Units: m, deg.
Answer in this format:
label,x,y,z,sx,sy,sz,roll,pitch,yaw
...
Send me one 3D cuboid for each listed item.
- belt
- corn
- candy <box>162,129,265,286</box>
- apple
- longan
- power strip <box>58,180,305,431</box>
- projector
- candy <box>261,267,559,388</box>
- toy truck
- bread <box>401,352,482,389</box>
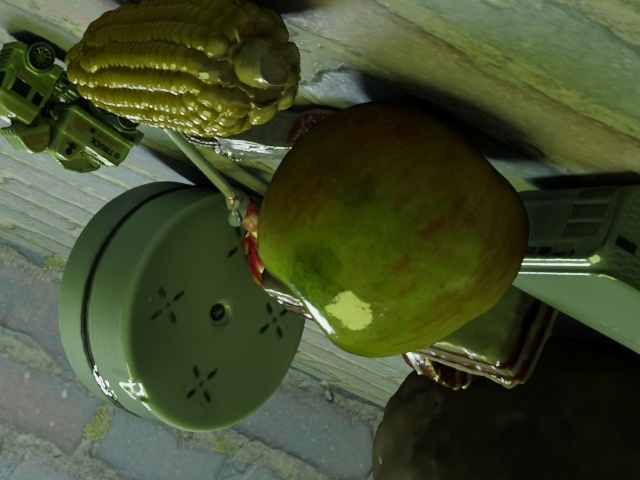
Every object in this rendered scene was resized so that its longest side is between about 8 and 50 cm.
label,x,y,z,sx,sy,sz,roll,pitch,yaw
belt,-0.049,-0.113,1.751,0.232,0.053,0.071,9,166,39
corn,-0.133,-0.162,1.501,0.130,0.130,0.347,29,170,-33
candy,-0.103,-0.053,2.112,0.124,0.124,0.365,12,155,41
apple,0.063,-0.004,1.569,0.246,0.226,0.246,39,169,9
longan,0.290,0.334,2.289,0.435,0.404,0.404,-1,170,-5
power strip,-0.179,0.083,2.274,0.161,0.357,0.357,12,166,45
projector,0.324,0.033,1.617,0.250,0.108,0.198,28,168,-23
candy,0.114,0.035,1.836,0.320,0.179,0.135,16,167,29
toy truck,-0.306,-0.144,1.920,0.191,0.116,0.085,33,167,-28
bread,0.177,0.111,2.144,0.160,0.160,0.073,31,174,-40
